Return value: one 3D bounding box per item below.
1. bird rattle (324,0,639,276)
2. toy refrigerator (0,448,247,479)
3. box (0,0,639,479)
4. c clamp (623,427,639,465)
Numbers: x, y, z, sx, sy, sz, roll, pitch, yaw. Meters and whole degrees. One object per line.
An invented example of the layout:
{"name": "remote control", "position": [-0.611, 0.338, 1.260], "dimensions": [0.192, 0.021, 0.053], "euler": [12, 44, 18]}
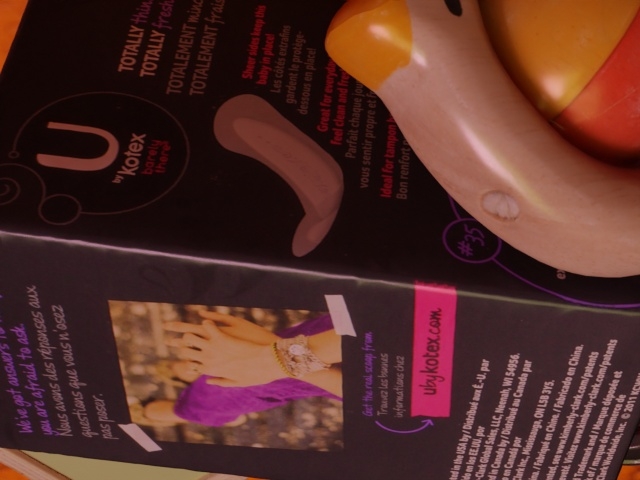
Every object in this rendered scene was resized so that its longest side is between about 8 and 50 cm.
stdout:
{"name": "bird rattle", "position": [0.096, -0.077, 0.498], "dimensions": [0.253, 0.207, 0.143], "euler": [45, 144, -22]}
{"name": "toy refrigerator", "position": [-0.160, 0.045, 0.723], "dimensions": [0.102, 0.094, 0.269], "euler": [-32, 124, 34]}
{"name": "box", "position": [0.000, 0.000, 0.602], "dimensions": [0.270, 0.165, 0.143], "euler": [8, 136, 0]}
{"name": "c clamp", "position": [0.163, 0.078, 0.770], "dimensions": [0.161, 0.022, 0.137], "euler": [16, 141, -12]}
